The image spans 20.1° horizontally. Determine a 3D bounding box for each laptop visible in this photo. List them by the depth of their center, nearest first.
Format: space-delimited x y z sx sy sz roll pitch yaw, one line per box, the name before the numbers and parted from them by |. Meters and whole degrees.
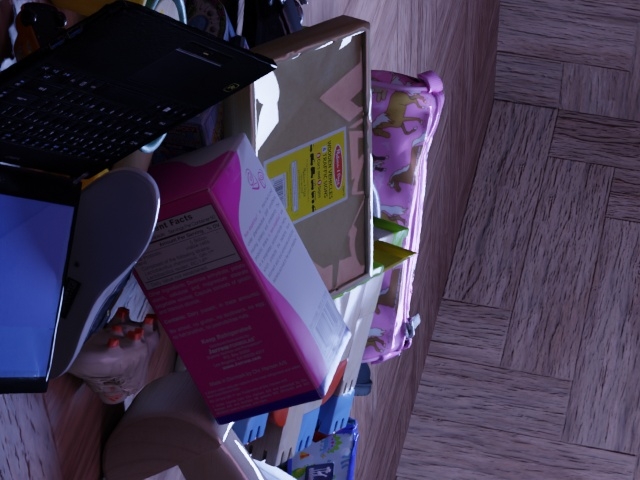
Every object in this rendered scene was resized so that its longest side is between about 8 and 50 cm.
laptop | -0.156 -0.017 1.167 0.136 0.264 0.234 65 17 12

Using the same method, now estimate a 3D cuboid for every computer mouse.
computer mouse | -0.039 -0.190 1.822 0.188 0.072 0.272 -107 -159 -56

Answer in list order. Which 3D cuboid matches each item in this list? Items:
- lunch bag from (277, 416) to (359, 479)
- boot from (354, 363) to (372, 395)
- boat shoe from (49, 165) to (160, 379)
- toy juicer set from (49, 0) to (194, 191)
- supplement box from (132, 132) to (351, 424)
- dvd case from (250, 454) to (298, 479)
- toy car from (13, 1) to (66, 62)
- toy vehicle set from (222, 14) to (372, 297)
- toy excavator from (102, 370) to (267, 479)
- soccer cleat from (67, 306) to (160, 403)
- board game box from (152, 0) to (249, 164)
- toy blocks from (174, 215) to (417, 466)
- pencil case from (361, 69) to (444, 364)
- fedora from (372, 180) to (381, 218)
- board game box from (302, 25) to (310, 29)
lunch bag | -0.032 0.258 2.184 0.096 0.151 0.129 -65 163 -56
boot | 0.035 0.113 2.565 0.246 0.094 0.207 12 92 -74
boat shoe | -0.172 0.016 1.355 0.183 0.065 0.083 -58 -179 18
toy juicer set | -0.142 -0.101 1.419 0.329 0.089 0.209 47 53 -78
supplement box | -0.077 0.035 1.585 0.220 0.114 0.111 64 25 -20
dvd case | -0.089 0.365 2.051 0.179 0.029 0.238 37 55 -38
toy car | -0.212 -0.121 1.218 0.040 0.060 0.122 -35 179 35
toy vehicle set | -0.018 -0.061 1.688 0.166 0.035 0.267 -25 123 -43
toy excavator | -0.079 0.385 1.748 0.445 0.433 0.222 -54 -177 28
soccer cleat | -0.174 0.103 1.509 0.196 0.068 0.076 -22 124 -81
board game box | -0.107 -0.121 1.673 0.194 0.060 0.194 72 30 -70
toy blocks | -0.046 0.118 1.951 0.381 0.191 0.261 -17 123 -64
pencil case | 0.061 -0.036 2.352 0.160 0.167 0.386 -149 -115 -77
fedora | 0.000 0.000 2.189 0.243 0.124 0.275 -68 164 -47
board game box | -0.045 -0.144 2.023 0.170 0.048 0.141 -64 159 -56
